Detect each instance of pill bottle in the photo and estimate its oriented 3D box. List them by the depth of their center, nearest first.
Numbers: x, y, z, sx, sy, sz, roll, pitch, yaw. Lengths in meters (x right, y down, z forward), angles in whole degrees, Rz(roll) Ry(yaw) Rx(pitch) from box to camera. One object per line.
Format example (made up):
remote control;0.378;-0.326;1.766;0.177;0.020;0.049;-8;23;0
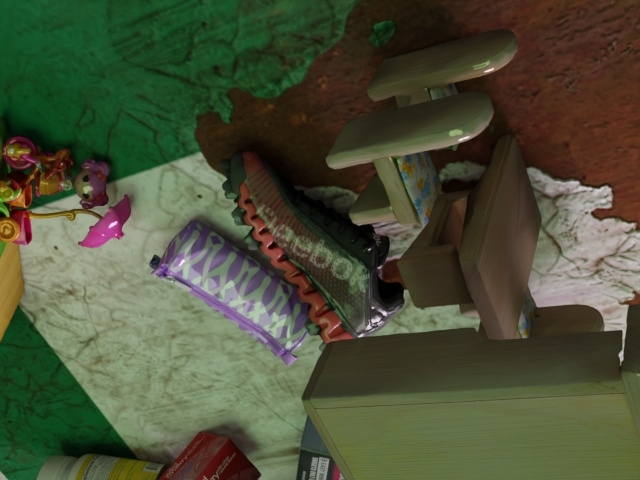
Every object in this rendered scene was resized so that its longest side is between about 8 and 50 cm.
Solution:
pill bottle;-0.319;0.391;1.293;0.209;0.119;0.119;6;126;9

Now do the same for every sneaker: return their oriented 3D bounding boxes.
sneaker;0.000;0.000;0.961;0.135;0.097;0.276;-32;104;12

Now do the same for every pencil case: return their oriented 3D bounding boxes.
pencil case;-0.103;0.060;1.029;0.206;0.088;0.086;33;127;-13

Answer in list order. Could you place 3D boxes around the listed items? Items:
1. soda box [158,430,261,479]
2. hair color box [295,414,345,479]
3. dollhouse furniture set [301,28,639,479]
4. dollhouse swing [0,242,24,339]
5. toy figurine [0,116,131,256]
soda box;-0.206;0.394;1.178;0.092;0.263;0.083;-5;128;53
hair color box;0.155;0.339;1.155;0.375;0.113;0.185;10;126;4
dollhouse furniture set;0.185;0.047;0.758;0.257;0.394;0.362;-8;122;29
dollhouse swing;-0.582;0.022;0.996;0.347;0.315;0.305;12;147;5
toy figurine;-0.303;-0.054;0.998;0.159;0.130;0.173;4;102;-7
